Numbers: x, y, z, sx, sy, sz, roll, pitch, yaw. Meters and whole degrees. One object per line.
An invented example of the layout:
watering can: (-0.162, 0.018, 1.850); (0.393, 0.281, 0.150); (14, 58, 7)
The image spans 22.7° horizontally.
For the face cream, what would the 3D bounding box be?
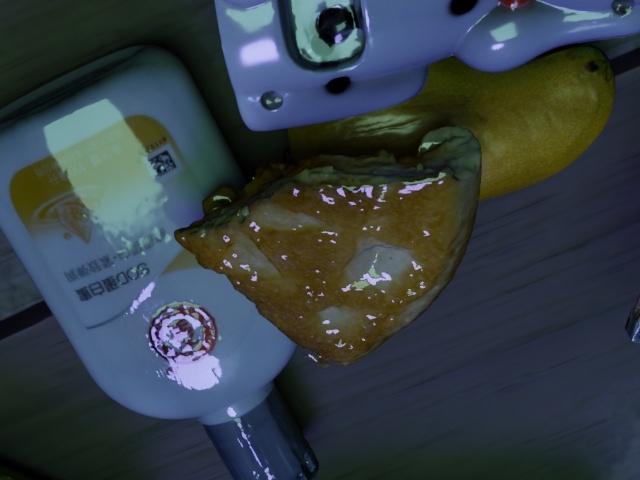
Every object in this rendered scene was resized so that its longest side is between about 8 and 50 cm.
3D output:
face cream: (-0.087, 0.034, 0.950); (0.144, 0.071, 0.291); (-23, 113, 6)

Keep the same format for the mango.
mango: (0.072, -0.063, 0.904); (0.190, 0.075, 0.098); (-9, 124, -2)

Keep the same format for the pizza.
pizza: (0.000, 0.000, 0.880); (0.161, 0.062, 0.182); (4, 142, -4)

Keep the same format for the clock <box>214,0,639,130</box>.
clock: (0.076, -0.159, 0.798); (0.254, 0.189, 0.189); (-8, 114, 4)

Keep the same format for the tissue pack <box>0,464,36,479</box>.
tissue pack: (-0.264, 0.241, 0.997); (0.275, 0.167, 0.200); (25, 113, -11)

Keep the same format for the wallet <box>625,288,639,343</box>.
wallet: (0.293, 0.029, 0.857); (0.232, 0.025, 0.119); (14, 115, -8)
